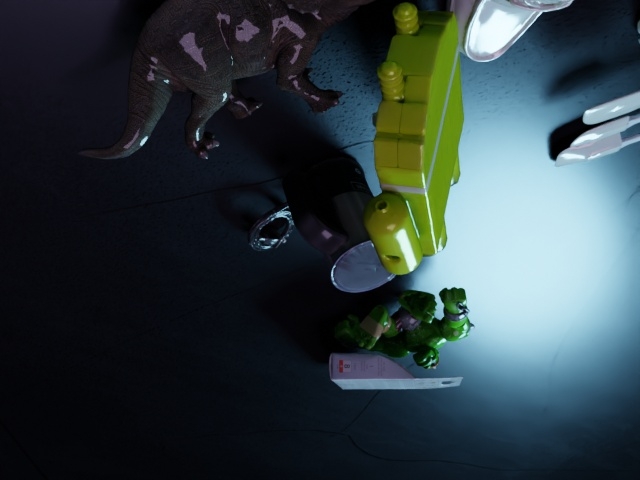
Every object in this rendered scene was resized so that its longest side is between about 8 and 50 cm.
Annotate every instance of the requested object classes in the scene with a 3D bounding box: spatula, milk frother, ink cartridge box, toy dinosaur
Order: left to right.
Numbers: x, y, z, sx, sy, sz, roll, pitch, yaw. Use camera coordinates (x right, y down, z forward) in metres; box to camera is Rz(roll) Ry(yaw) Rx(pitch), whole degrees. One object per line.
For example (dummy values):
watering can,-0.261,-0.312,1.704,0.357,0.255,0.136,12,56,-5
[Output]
toy dinosaur,-0.079,-0.174,0.691,0.314,0.121,0.160,-20,128,4
milk frother,0.000,0.000,0.878,0.129,0.134,0.143,6,132,-29
ink cartridge box,0.109,0.185,1.122,0.179,0.045,0.145,-4,164,7
spatula,0.408,-0.158,0.944,0.242,0.019,0.168,-20,158,-3

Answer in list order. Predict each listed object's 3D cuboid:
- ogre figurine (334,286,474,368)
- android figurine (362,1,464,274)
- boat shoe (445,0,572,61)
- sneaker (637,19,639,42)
ogre figurine,0.132,0.121,1.101,0.197,0.096,0.118,-38,136,17
android figurine,0.093,-0.099,0.738,0.056,0.248,0.273,7,156,18
boat shoe,0.194,-0.248,0.700,0.098,0.096,0.277,-9,152,-20
sneaker,0.399,-0.285,0.767,0.110,0.118,0.292,-19,138,-2
